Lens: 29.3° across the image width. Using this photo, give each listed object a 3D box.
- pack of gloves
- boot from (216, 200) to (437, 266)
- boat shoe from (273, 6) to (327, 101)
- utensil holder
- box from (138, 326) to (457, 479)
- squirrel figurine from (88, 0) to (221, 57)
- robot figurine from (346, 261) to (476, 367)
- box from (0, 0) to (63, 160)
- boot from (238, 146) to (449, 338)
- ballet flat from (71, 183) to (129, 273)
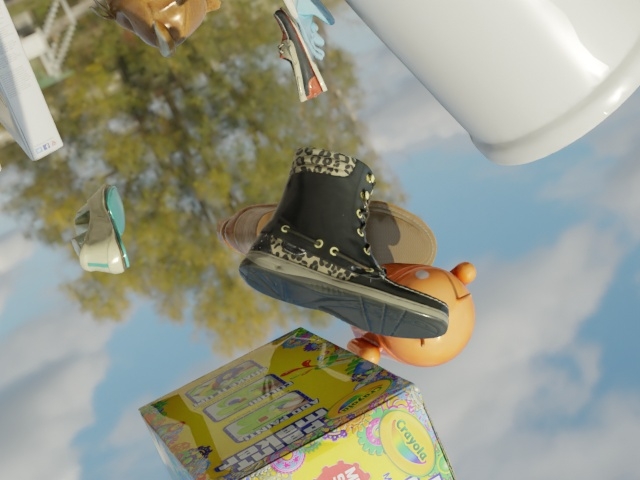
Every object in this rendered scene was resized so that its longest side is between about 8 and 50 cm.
[{"bbox_3d":[-0.024,-0.384,1.751,0.046,0.195,0.232,-14,152,11],"label":"pack of gloves"},{"bbox_3d":[0.000,0.000,1.730,0.283,0.109,0.220,0,180,-20],"label":"boot"},{"bbox_3d":[-0.037,-0.266,1.748,0.043,0.137,0.049,-25,-171,3],"label":"boat shoe"},{"bbox_3d":[0.214,-0.345,1.592,0.327,0.385,0.327,-40,-158,20],"label":"utensil holder"},{"bbox_3d":[0.007,0.254,1.018,0.177,0.290,0.279,-26,-168,-15],"label":"box"},{"bbox_3d":[-0.247,-0.486,1.958,0.397,0.370,0.281,-3,-148,26],"label":"squirrel figurine"},{"bbox_3d":[0.114,0.090,1.524,0.158,0.128,0.219,0,-179,-18],"label":"robot figurine"},{"bbox_3d":[-0.483,-0.295,1.739,0.058,0.322,0.232,-30,-133,-18],"label":"box"},{"bbox_3d":[0.047,0.000,1.358,0.085,0.236,0.179,96,13,-61],"label":"boot"},{"bbox_3d":[-0.342,-0.018,1.876,0.086,0.086,0.248,-25,-155,0],"label":"ballet flat"}]
